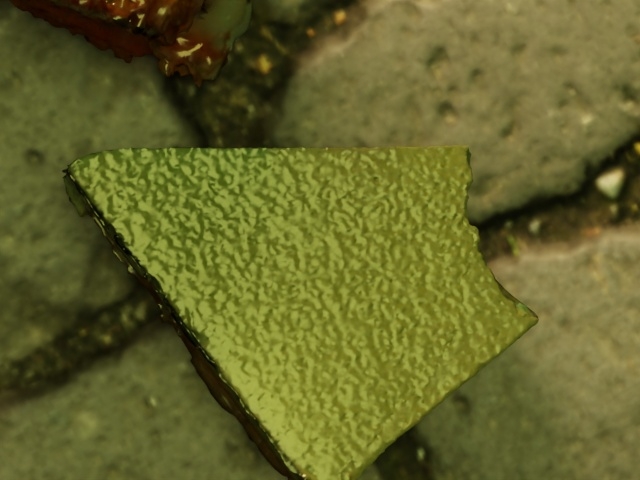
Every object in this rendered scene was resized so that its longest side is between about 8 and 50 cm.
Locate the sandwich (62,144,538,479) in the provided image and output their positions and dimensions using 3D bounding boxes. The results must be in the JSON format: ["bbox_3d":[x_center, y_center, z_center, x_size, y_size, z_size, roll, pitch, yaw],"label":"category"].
[{"bbox_3d":[0.000,0.000,1.049,0.212,0.063,0.245,-38,95,-18],"label":"sandwich"}]

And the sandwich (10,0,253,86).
[{"bbox_3d":[-0.107,-0.211,1.001,0.212,0.109,0.292,37,73,-26],"label":"sandwich"}]
